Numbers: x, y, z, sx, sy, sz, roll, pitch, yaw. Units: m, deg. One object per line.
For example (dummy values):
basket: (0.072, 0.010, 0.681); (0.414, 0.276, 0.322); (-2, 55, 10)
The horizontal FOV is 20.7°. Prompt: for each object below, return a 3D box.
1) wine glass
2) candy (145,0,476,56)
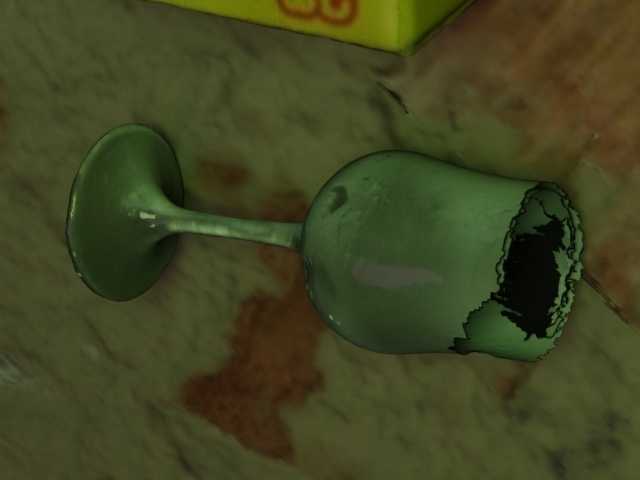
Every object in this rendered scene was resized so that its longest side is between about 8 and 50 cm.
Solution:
wine glass: (0.000, 0.000, 0.683); (0.195, 0.079, 0.079); (8, 120, 32)
candy: (-0.015, -0.209, 0.564); (0.146, 0.088, 0.276); (14, 123, 28)
